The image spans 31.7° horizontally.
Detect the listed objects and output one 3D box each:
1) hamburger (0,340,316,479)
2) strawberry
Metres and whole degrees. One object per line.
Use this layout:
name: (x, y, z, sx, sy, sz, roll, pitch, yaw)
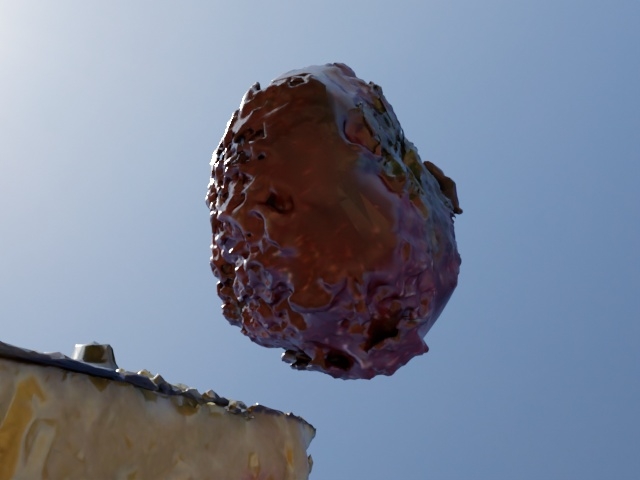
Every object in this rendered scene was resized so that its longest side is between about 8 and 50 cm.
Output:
hamburger: (-0.111, 0.091, 0.385, 0.124, 0.262, 0.131, -1, -107, 40)
strawberry: (0.000, 0.000, 0.979, 0.220, 0.274, 0.274, -29, -131, 23)
